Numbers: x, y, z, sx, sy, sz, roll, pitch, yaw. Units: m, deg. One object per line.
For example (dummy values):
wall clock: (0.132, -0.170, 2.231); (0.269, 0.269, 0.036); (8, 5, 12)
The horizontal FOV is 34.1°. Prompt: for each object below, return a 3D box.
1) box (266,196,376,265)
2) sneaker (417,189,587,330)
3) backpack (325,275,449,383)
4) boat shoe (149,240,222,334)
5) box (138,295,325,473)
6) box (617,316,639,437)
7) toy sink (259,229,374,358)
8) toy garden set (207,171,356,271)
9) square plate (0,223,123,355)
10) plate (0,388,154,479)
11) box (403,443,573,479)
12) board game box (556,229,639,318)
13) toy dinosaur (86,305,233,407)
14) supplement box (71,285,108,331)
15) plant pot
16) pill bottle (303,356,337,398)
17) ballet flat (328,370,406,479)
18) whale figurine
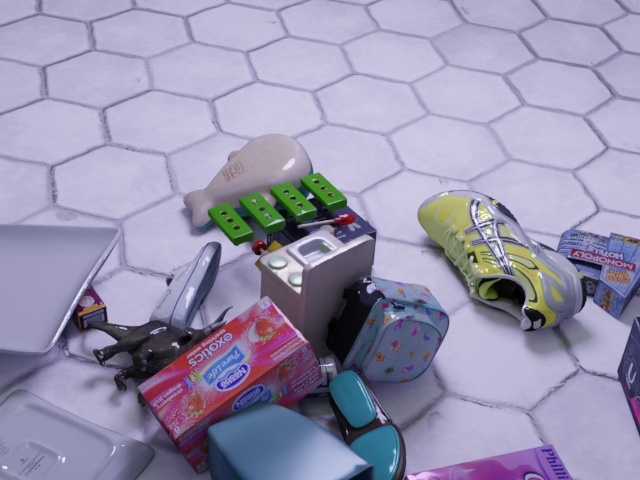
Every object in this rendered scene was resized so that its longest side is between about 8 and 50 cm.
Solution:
box: (0.000, 0.000, 2.027); (0.156, 0.093, 0.158); (-22, 45, -28)
sneaker: (0.319, 0.029, 1.985); (0.147, 0.145, 0.384); (-27, 47, -34)
backpack: (0.128, 0.156, 1.781); (0.188, 0.166, 0.144); (4, 29, -39)
boat shoe: (-0.247, 0.075, 1.916); (0.075, 0.083, 0.226); (13, 40, 9)
box: (-0.138, 0.227, 1.649); (0.256, 0.123, 0.128); (-35, 51, -14)
box: (0.664, 0.233, 1.761); (0.270, 0.143, 0.165); (1, 39, -3)
toy sink: (-0.013, 0.078, 1.817); (0.152, 0.234, 0.131); (-26, 48, -32)
toy garden set: (-0.056, -0.026, 1.944); (0.244, 0.049, 0.204); (-20, 41, -24)
square plate: (-0.565, 0.088, 1.857); (0.347, 0.049, 0.344); (1, 38, 15)
plate: (-0.439, 0.350, 1.585); (0.278, 0.045, 0.277); (19, 41, 18)
box: (0.262, 0.430, 1.497); (0.242, 0.117, 0.214); (-7, 40, -15)
board game box: (0.550, 0.060, 2.035); (0.194, 0.060, 0.194); (15, 39, 13)
toy dinosaur: (-0.277, 0.189, 1.766); (0.313, 0.121, 0.160); (1, 21, 45)
supplement box: (-0.424, 0.118, 1.877); (0.055, 0.043, 0.083); (-22, 45, -27)
plant pot: (-0.058, 0.354, 1.531); (0.165, 0.166, 0.234); (-22, 40, -30)
pill bottle: (-0.035, 0.232, 1.754); (0.120, 0.067, 0.067); (-3, 39, -10)
ballet flat: (0.085, 0.315, 1.630); (0.095, 0.096, 0.280); (-26, 33, 5)
whale figurine: (-0.140, -0.100, 2.136); (0.272, 0.141, 0.216); (-30, 44, -2)
